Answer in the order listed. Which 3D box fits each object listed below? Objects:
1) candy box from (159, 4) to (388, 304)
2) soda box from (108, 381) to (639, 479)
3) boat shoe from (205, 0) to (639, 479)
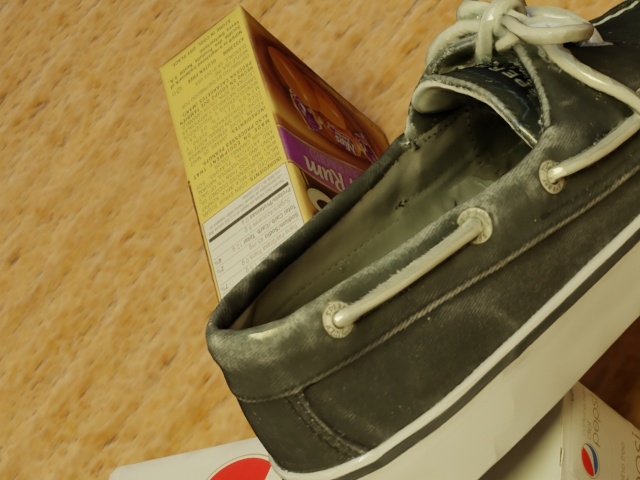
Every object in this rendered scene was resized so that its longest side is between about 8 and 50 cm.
[{"bbox_3d":[0.000,0.000,0.774,0.053,0.109,0.186,-35,44,19],"label":"candy box"},{"bbox_3d":[0.016,0.112,0.704,0.216,0.074,0.069,-16,52,34],"label":"soda box"},{"bbox_3d":[0.076,-0.035,0.667,0.306,0.105,0.113,-42,24,-22],"label":"boat shoe"}]
